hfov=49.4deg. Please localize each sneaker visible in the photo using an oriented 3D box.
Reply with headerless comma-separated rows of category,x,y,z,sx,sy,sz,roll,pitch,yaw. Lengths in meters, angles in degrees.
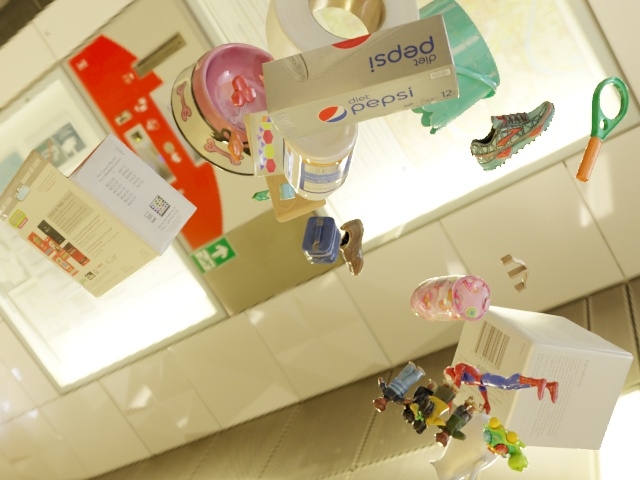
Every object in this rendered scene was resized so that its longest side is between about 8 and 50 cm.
sneaker,0.532,-0.311,1.944,0.262,0.125,0.104,-41,-166,12
sneaker,0.081,0.022,1.998,0.071,0.189,0.066,-14,-146,-22

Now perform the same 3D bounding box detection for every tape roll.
tape roll,0.040,-0.417,1.325,0.286,0.286,0.100,-36,171,-21

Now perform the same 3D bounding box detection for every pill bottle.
pill bottle,-0.005,-0.185,1.491,0.152,0.152,0.272,-34,168,-12

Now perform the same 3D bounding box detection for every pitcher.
pitcher,0.384,0.559,1.785,0.207,0.125,0.178,-52,-160,15

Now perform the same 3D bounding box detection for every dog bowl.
dog bowl,-0.227,-0.406,2.073,0.408,0.408,0.150,-41,-176,-40

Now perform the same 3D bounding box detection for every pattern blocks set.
pattern blocks set,-0.147,-0.267,1.897,0.026,0.325,0.285,0,180,39

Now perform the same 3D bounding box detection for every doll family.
doll family,0.176,0.288,1.217,0.111,0.076,0.193,-43,-150,-19

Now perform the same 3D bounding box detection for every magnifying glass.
magnifying glass,0.577,-0.230,1.437,0.026,0.092,0.231,4,-111,62

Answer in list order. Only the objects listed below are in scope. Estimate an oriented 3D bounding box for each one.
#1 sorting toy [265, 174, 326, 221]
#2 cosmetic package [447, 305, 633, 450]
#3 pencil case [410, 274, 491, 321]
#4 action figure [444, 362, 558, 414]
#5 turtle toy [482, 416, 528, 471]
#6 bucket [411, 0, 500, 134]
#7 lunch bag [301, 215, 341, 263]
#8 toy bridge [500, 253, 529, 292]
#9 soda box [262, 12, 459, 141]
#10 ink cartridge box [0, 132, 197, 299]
sorting toy,-0.085,-0.186,2.301,0.193,0.208,0.038,-20,175,26
cosmetic package,0.664,0.418,2.155,0.393,0.328,0.329,10,-169,-23
pencil case,0.343,0.157,1.852,0.124,0.124,0.284,-35,-178,-16
action figure,0.390,0.358,1.598,0.280,0.091,0.139,5,-103,49
turtle toy,0.408,0.451,1.537,0.066,0.095,0.130,-48,-124,-6
bucket,0.258,-0.391,1.548,0.183,0.281,0.281,-33,-169,7
lunch bag,0.000,0.000,1.438,0.067,0.065,0.099,-2,-122,18
toy bridge,0.621,0.099,2.187,0.063,0.188,0.026,-30,-135,9
soda box,0.060,-0.246,1.066,0.286,0.098,0.091,-12,157,13
ink cartridge box,-0.428,-0.056,1.294,0.309,0.272,0.130,-27,-154,48
